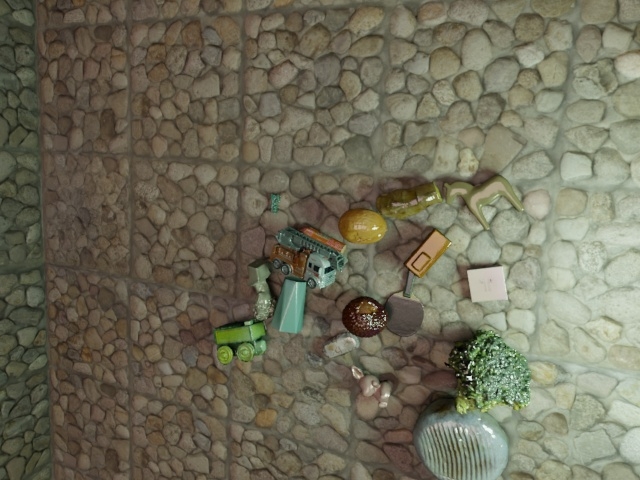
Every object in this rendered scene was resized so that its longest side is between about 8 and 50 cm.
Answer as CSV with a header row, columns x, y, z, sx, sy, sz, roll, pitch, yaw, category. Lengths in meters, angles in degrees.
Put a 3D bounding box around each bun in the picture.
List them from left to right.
x,y,z,sx,sy,sz,roll,pitch,yaw,category
0.556,0.802,1.641,0.361,0.211,0.363,3,100,18,bun

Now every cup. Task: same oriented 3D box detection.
x,y,z,sx,sy,sz,roll,pitch,yaw,category
-0.135,0.291,1.871,0.148,0.134,0.236,18,100,46,cup

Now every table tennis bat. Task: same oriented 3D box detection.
x,y,z,sx,sy,sz,roll,pitch,yaw,category
0.361,0.267,1.743,0.173,0.022,0.302,13,102,19,table tennis bat

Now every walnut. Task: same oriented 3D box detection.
x,y,z,sx,sy,sz,roll,pitch,yaw,category
0.175,-0.059,1.698,0.206,0.159,0.159,5,99,16,walnut

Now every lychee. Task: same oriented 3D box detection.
x,y,z,sx,sy,sz,roll,pitch,yaw,category
0.180,0.333,1.743,0.187,0.188,0.189,3,98,20,lychee

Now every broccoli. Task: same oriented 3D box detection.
x,y,z,sx,sy,sz,roll,pitch,yaw,category
0.633,0.512,1.580,0.281,0.347,0.294,124,148,-48,broccoli

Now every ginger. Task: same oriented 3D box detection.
x,y,z,sx,sy,sz,roll,pitch,yaw,category
0.356,-0.156,1.649,0.262,0.117,0.109,-14,133,17,ginger

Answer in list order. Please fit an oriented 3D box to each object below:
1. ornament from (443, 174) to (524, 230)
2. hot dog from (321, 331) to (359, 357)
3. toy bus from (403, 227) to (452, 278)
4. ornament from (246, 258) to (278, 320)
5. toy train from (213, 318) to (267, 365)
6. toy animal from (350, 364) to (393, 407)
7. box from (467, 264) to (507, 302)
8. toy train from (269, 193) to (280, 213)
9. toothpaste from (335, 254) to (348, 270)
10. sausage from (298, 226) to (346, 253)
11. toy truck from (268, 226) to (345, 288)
x,y,z,sx,sy,sz,roll,pitch,yaw,category
0.613,-0.164,1.573,0.230,0.061,0.245,-35,86,23,ornament
0.087,0.479,1.858,0.192,0.053,0.099,-31,85,24,hot dog
0.428,0.055,1.636,0.098,0.114,0.201,41,101,9,toy bus
-0.274,0.228,1.917,0.120,0.130,0.286,-3,96,45,ornament
-0.388,0.487,1.981,0.271,0.159,0.189,-11,87,22,toy train
0.211,0.642,1.803,0.212,0.124,0.125,21,104,23,toy animal
0.654,0.169,1.606,0.129,0.051,0.130,-9,94,21,box
-0.213,-0.171,1.896,0.045,0.029,0.092,17,104,25,toy train
0.032,0.139,1.843,0.216,0.037,0.062,-45,77,14,toothpaste
0.000,0.000,1.814,0.234,0.071,0.071,25,105,16,sausage
-0.055,0.076,1.770,0.338,0.132,0.185,25,116,28,toy truck
